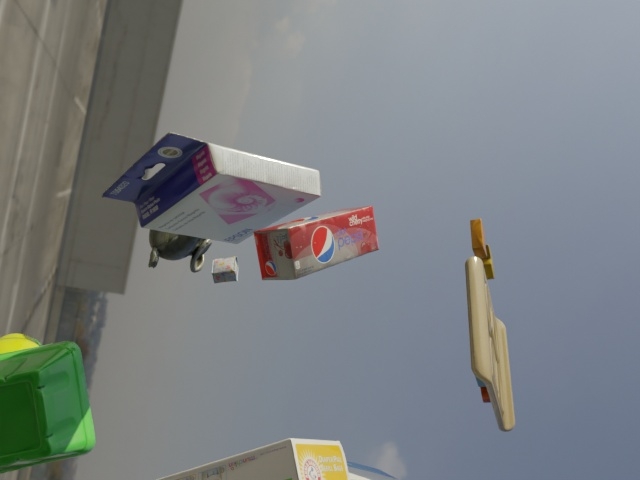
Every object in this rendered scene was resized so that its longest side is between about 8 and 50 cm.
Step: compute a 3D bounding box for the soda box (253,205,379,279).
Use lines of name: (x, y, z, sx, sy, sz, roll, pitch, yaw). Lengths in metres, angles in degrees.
soda box: (0.000, 0.000, 1.172, 0.083, 0.263, 0.092, -5, -83, 38)

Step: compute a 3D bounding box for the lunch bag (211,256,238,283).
lunch bag: (-0.274, 0.081, 1.854, 0.083, 0.071, 0.053, -97, 180, -50)

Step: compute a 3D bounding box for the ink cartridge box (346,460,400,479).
ink cartridge box: (0.050, 0.464, 0.841, 0.395, 0.166, 0.286, 154, -46, -71)

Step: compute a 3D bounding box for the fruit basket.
fruit basket: (-0.676, 0.344, 1.361, 0.392, 0.391, 0.283, 160, -80, -68)

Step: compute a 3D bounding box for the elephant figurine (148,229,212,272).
elephant figurine: (-0.333, -0.004, 1.625, 0.239, 0.185, 0.170, 80, -10, -70)

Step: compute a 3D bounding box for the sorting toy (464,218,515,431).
sorting toy: (0.270, 0.132, 1.062, 0.229, 0.041, 0.307, 56, 31, -47)

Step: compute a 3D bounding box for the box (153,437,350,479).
box: (-0.077, 0.288, 0.682, 0.203, 0.114, 0.103, -23, -116, 20)

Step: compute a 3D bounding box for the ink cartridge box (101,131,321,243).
ink cartridge box: (-0.223, -0.087, 1.288, 0.324, 0.330, 0.072, -25, -117, 47)
